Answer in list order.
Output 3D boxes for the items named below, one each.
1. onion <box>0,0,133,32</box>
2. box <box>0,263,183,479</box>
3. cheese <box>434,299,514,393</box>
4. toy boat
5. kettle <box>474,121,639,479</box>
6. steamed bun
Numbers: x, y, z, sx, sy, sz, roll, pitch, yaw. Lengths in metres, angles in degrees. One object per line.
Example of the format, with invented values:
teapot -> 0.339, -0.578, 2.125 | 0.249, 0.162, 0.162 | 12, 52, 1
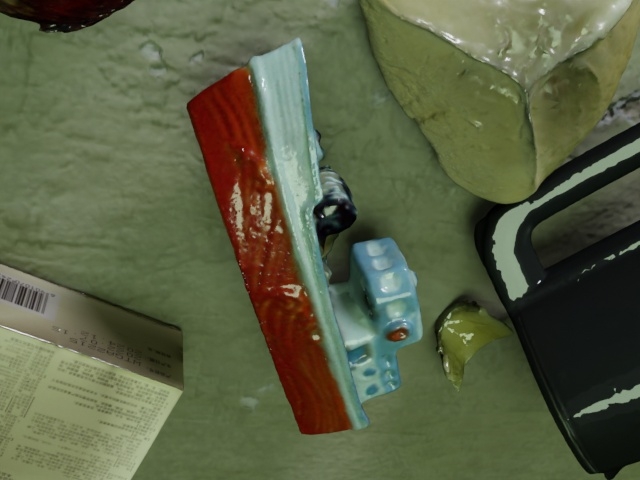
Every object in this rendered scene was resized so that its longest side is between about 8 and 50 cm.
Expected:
onion -> -0.127, -0.233, 0.448 | 0.190, 0.246, 0.246 | 27, 109, -33
box -> -0.245, 0.128, 0.687 | 0.212, 0.095, 0.168 | 24, 108, -21
cheese -> 0.137, 0.101, 0.783 | 0.060, 0.041, 0.084 | 33, 91, -32
toy boat -> 0.000, 0.000, 0.641 | 0.133, 0.145, 0.332 | -18, 125, -2
kettle -> 0.321, 0.046, 0.681 | 0.308, 0.203, 0.262 | -26, 128, 15
steamed bun -> 0.158, -0.126, 0.631 | 0.231, 0.110, 0.212 | -14, 121, -2
